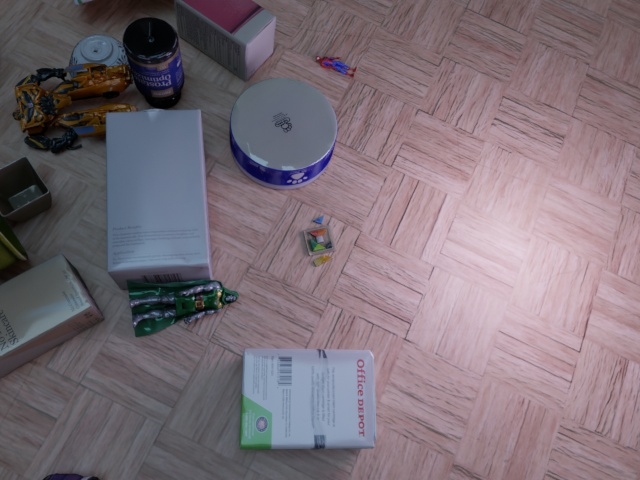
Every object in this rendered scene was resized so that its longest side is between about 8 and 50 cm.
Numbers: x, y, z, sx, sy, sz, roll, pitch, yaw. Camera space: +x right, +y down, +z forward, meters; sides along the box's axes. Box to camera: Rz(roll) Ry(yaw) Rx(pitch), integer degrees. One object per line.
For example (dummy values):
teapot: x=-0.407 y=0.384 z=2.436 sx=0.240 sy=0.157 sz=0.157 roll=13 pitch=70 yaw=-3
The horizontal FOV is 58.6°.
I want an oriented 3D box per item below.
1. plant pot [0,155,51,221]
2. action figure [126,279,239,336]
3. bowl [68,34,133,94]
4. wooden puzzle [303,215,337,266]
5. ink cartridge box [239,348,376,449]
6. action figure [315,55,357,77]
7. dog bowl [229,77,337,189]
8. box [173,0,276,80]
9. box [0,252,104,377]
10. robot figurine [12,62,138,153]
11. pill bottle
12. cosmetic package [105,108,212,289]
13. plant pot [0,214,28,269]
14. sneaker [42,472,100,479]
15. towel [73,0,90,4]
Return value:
plant pot: x=-0.671 y=-0.102 z=1.281 sx=0.109 sy=0.096 sz=0.109 roll=-34 pitch=78 yaw=-18
action figure: x=-0.294 y=0.136 z=1.247 sx=0.232 sy=0.063 sz=0.137 roll=-9 pitch=116 yaw=-16
bowl: x=-0.555 y=-0.460 z=1.436 sx=0.170 sy=0.080 sz=0.170 roll=3 pitch=70 yaw=-7
wooden puzzle: x=0.000 y=0.000 z=1.378 sx=0.079 sy=0.014 sz=0.116 roll=-17 pitch=73 yaw=-14
ink cartridge box: x=-0.030 y=0.334 z=1.198 sx=0.273 sy=0.115 sz=0.198 roll=2 pitch=70 yaw=-6
action figure: x=0.041 y=-0.479 z=1.552 sx=0.115 sy=0.030 sz=0.038 roll=19 pitch=74 yaw=2
dog bowl: x=-0.093 y=-0.265 z=1.414 sx=0.265 sy=0.104 sz=0.264 roll=2 pitch=70 yaw=-6
box: x=-0.245 y=-0.555 z=1.475 sx=0.232 sy=0.148 sz=0.127 roll=35 pitch=69 yaw=5
box: x=-0.630 y=0.174 z=1.172 sx=0.311 sy=0.121 sz=0.148 roll=-32 pitch=78 yaw=-17
robot figurine: x=-0.590 y=-0.327 z=1.360 sx=0.291 sy=0.085 sz=0.211 roll=-12 pitch=86 yaw=-5
pill bottle: x=-0.392 y=-0.415 z=1.366 sx=0.123 sy=0.219 sz=0.122 roll=2 pitch=70 yaw=-6
cosmetic package: x=-0.363 y=-0.096 z=1.292 sx=0.217 sy=0.156 sz=0.385 roll=-3 pitch=69 yaw=-9
plant pot: x=-0.829 y=-0.013 z=1.079 sx=0.353 sy=0.366 sz=0.366 roll=-37 pitch=79 yaw=-19
sneaker: x=-0.506 y=0.587 z=1.066 sx=0.124 sy=0.107 sz=0.283 roll=2 pitch=65 yaw=9
towel: x=-0.501 y=-0.713 z=1.516 sx=0.325 sy=0.038 sz=0.248 roll=-15 pitch=50 yaw=-14
